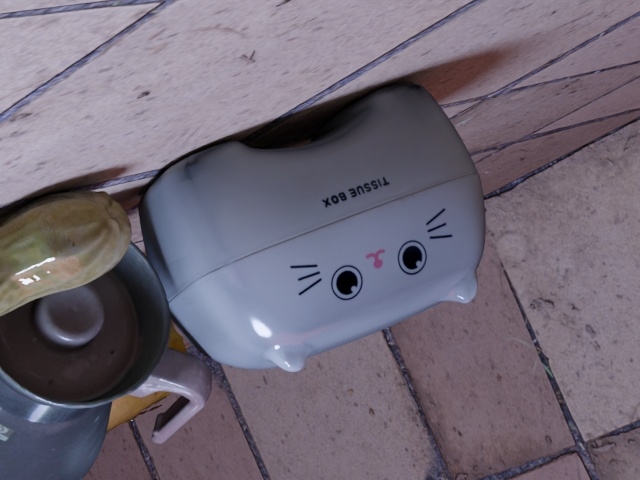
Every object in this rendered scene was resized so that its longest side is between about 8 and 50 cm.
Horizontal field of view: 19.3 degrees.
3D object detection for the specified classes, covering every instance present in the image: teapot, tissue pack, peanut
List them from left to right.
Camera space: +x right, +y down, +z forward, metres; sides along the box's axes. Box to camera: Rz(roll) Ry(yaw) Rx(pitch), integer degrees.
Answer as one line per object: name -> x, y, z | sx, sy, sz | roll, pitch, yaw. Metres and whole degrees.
peanut -> -0.275, 0.016, 1.720 | 0.214, 0.090, 0.098 | -23, -174, -10
teapot -> -0.282, 0.138, 1.944 | 0.300, 0.253, 0.344 | 20, 152, -16
tissue pack -> 0.000, 0.000, 1.929 | 0.333, 0.236, 0.229 | -20, 174, -24

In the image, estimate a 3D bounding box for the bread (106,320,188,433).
bread -> -0.282, 0.140, 2.286 | 0.262, 0.204, 0.162 | -24, 178, -26
